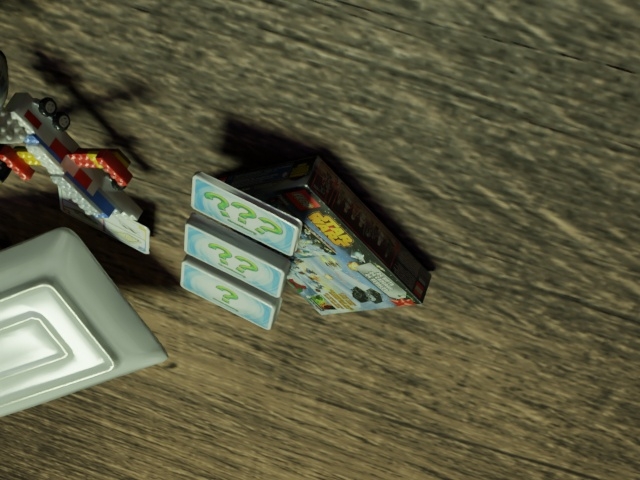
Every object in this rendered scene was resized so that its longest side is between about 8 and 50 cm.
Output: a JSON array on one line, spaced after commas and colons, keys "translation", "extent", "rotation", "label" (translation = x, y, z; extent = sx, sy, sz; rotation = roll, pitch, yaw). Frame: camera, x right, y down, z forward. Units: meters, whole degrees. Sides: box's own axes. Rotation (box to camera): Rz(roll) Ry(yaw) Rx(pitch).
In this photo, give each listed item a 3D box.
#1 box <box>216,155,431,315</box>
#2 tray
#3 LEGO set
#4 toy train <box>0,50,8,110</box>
[{"translation": [0.000, 0.000, 0.907], "extent": [0.094, 0.027, 0.137], "rotation": [-8, 139, 41], "label": "box"}, {"translation": [-0.268, 0.088, 1.042], "extent": [0.270, 0.030, 0.145], "rotation": [-19, 121, 22], "label": "tray"}, {"translation": [-0.139, -0.014, 0.913], "extent": [0.244, 0.060, 0.182], "rotation": [27, 155, 4], "label": "LEGO set"}, {"translation": [-0.343, -0.157, 0.771], "extent": [0.334, 0.142, 0.190], "rotation": [16, 139, 7], "label": "toy train"}]
